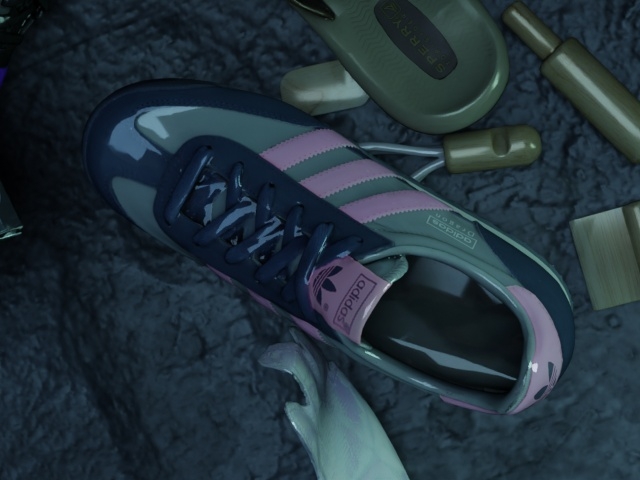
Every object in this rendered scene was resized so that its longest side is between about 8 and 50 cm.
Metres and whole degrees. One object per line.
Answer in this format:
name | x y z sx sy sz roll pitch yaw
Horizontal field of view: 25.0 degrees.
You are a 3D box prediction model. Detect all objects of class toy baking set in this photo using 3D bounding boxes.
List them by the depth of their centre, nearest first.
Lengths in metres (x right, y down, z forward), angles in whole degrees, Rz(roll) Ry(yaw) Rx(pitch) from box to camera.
toy baking set | 0.101 -0.042 0.883 0.197 0.030 0.256 -41 88 8

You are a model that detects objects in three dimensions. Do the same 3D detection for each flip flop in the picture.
flip flop | 0.000 -0.173 0.857 0.112 0.080 0.277 -44 78 8

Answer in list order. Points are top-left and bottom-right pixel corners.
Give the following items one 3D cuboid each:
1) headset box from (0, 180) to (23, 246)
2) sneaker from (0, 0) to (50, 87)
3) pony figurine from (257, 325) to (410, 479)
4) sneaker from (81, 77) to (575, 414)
headset box | -0.322 -0.060 0.807 0.246 0.131 0.283 -27 88 44
sneaker | -0.200 -0.176 0.878 0.146 0.102 0.293 -2 93 7
pony figurine | 0.034 0.269 0.817 0.363 0.303 0.351 -34 121 5
sneaker | 0.000 0.000 0.825 0.319 0.131 0.112 23 107 3
